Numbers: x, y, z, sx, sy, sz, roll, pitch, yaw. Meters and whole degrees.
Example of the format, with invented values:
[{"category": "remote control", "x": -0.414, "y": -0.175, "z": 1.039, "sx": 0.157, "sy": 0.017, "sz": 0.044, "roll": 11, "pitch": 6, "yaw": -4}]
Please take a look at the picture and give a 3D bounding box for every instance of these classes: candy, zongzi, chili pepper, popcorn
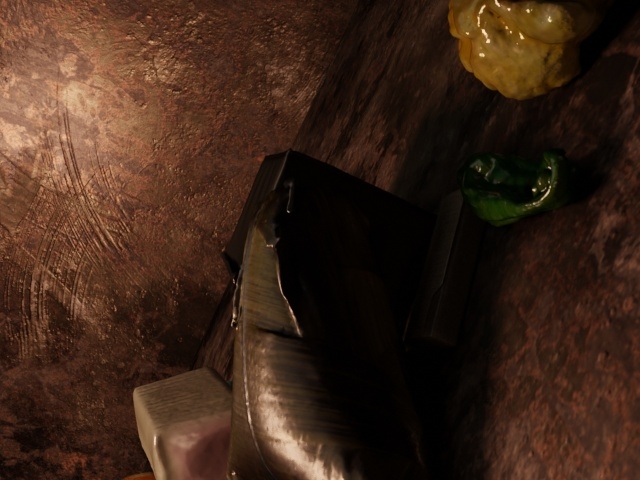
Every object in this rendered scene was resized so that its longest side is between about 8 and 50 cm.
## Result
[{"category": "candy", "x": -0.246, "y": 0.371, "z": 1.599, "sx": 0.358, "sy": 0.207, "sz": 0.145, "roll": -167, "pitch": 66, "yaw": -71}, {"category": "zongzi", "x": 0.035, "y": 0.123, "z": 0.890, "sx": 0.432, "sy": 0.207, "sz": 0.404, "roll": 177, "pitch": 95, "yaw": -67}, {"category": "chili pepper", "x": 0.213, "y": -0.063, "z": 0.900, "sx": 0.100, "sy": 0.074, "sz": 0.257, "roll": -64, "pitch": 16, "yaw": 0}, {"category": "popcorn", "x": 0.234, "y": -0.287, "z": 0.924, "sx": 0.266, "sy": 0.192, "sz": 0.233, "roll": -96, "pitch": 30, "yaw": -76}]

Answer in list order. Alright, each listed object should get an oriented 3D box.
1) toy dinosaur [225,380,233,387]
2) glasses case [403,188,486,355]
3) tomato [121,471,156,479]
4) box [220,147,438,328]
[{"category": "toy dinosaur", "x": -0.190, "y": 0.380, "z": 1.840, "sx": 0.144, "sy": 0.076, "sz": 0.329, "roll": -97, "pitch": 29, "yaw": -54}, {"category": "glasses case", "x": 0.157, "y": 0.037, "z": 1.003, "sx": 0.071, "sy": 0.047, "sz": 0.205, "roll": -40, "pitch": 28, "yaw": 64}, {"category": "tomato", "x": -0.318, "y": 0.589, "z": 1.576, "sx": 0.222, "sy": 0.270, "sz": 0.270, "roll": -22, "pitch": 32, "yaw": 22}, {"category": "box", "x": 0.000, "y": 0.001, "z": 1.270, "sx": 0.205, "sy": 0.251, "sz": 0.345, "roll": -66, "pitch": 12, "yaw": 0}]
